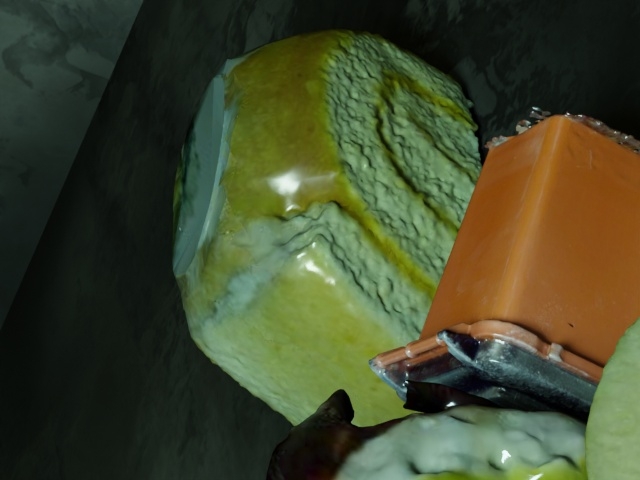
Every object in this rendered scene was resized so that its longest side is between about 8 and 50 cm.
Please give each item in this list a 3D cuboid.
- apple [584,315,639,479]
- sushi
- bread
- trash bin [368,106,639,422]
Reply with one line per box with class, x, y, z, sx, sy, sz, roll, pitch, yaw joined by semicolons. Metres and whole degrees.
apple;0.305;0.107;0.994;0.295;0.233;0.258;-40;16;24
sushi;0.075;0.262;1.272;0.294;0.299;0.281;115;178;-58
bread;-0.003;0.005;1.735;0.239;0.264;0.395;-46;32;37
trash bin;0.160;0.031;1.462;0.161;0.184;0.239;-28;43;58
